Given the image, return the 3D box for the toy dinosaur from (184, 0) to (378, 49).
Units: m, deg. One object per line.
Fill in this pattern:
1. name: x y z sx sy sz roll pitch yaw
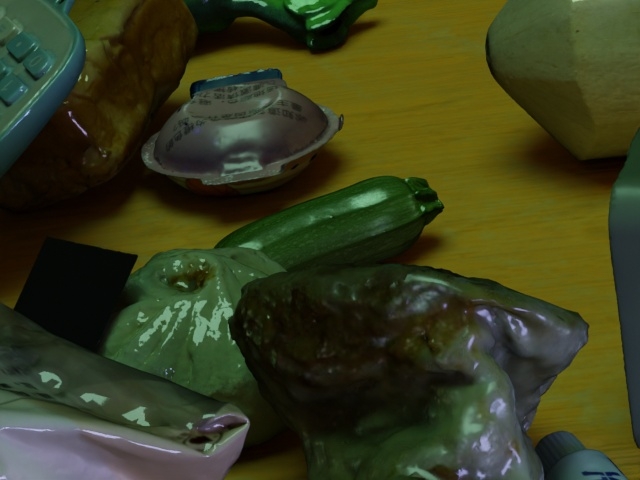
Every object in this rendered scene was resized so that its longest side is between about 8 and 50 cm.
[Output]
1. toy dinosaur: -0.229 -0.209 2.010 0.374 0.144 0.500 29 47 33

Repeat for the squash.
1. squash: 0.000 0.000 1.545 0.219 0.068 0.077 -21 0 -22

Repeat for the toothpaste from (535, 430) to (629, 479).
1. toothpaste: 0.198 0.202 1.122 0.074 0.048 0.297 -10 30 -15

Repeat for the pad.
1. pad: -0.195 0.061 1.408 0.190 0.004 0.127 9 73 62

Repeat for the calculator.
1. calculator: -0.346 -0.074 1.642 0.386 0.054 0.256 -46 33 -1

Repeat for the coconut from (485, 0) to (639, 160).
1. coconut: 0.254 -0.168 1.661 0.221 0.202 0.202 -3 27 5

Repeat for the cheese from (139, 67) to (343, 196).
1. cheese: -0.075 -0.109 1.777 0.188 0.074 0.286 -9 23 -2

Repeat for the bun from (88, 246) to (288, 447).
1. bun: -0.087 0.068 1.390 0.195 0.118 0.195 -9 24 4

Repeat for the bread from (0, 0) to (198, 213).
1. bread: -0.234 -0.146 1.810 0.166 0.132 0.294 -14 25 25

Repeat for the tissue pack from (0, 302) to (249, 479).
1. tissue pack: -0.291 0.149 1.190 0.390 0.195 0.375 18 42 38

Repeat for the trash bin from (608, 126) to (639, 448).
1. trash bin: 0.367 0.033 1.207 0.343 0.223 0.158 0 28 20

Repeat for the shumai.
1. shumai: 0.045 0.125 1.210 0.222 0.204 0.272 10 -6 -11
